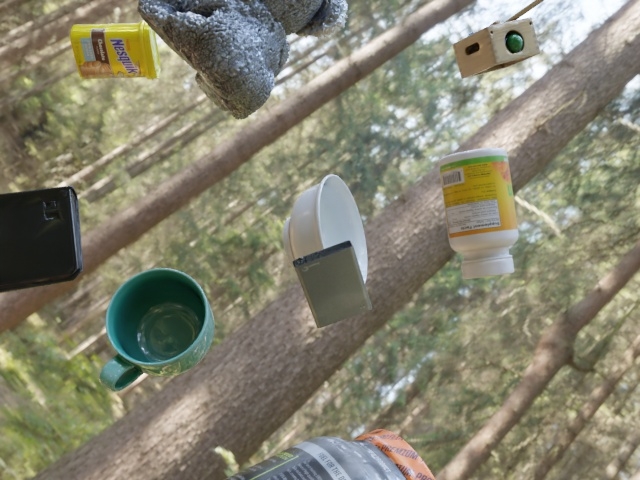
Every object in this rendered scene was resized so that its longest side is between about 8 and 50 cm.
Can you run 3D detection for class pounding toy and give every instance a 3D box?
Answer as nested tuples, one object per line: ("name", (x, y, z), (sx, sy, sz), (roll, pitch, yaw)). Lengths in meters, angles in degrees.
("pounding toy", (0.345, -0.383, 1.365), (0.141, 0.130, 0.100), (-7, -79, 66))

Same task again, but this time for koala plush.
("koala plush", (-0.078, -0.285, 0.914), (0.196, 0.221, 0.203), (51, -4, -36))

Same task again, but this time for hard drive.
("hard drive", (0.020, 0.069, 1.117), (0.022, 0.094, 0.135), (-112, -178, -53))

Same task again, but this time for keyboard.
("keyboard", (-0.460, -0.023, 0.887), (0.033, 0.317, 0.202), (113, -31, -76))

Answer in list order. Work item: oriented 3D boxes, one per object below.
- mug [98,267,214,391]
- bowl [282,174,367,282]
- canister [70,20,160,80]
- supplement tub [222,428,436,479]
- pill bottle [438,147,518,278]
("mug", (-0.217, 0.117, 0.946), (0.097, 0.157, 0.130), (87, -18, -67))
("bowl", (0.000, 0.000, 1.730), (0.134, 0.298, 0.298), (-12, -60, 22))
("canister", (-0.445, -0.412, 1.574), (0.073, 0.169, 0.126), (-94, -177, -46))
("supplement tub", (-0.047, 0.326, 0.701), (0.207, 0.337, 0.207), (43, -37, 45))
("pill bottle", (0.318, -0.051, 1.439), (0.136, 0.136, 0.246), (-12, -96, 62))
